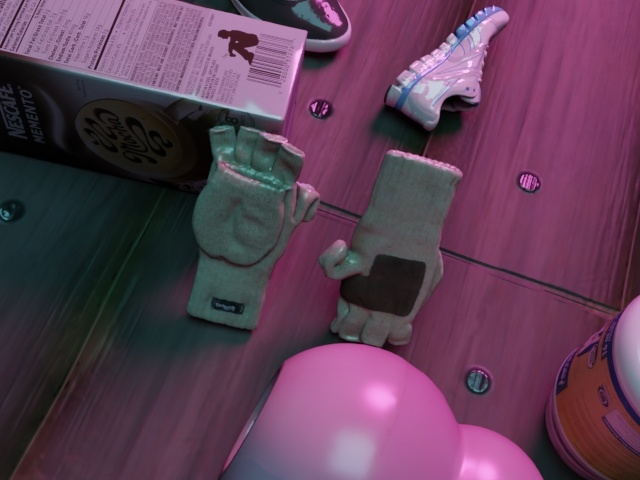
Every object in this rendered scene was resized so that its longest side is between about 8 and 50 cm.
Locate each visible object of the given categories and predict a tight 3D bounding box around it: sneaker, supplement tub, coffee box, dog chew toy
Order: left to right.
[{"bbox_3d":[-0.176,-0.148,0.837,0.297,0.168,0.118,13,62,0],"label":"coffee box"},{"bbox_3d":[-0.065,-0.352,0.970,0.105,0.147,0.295,-34,73,-24],"label":"sneaker"},{"bbox_3d":[0.088,0.225,0.671,0.332,0.206,0.206,29,63,-1],"label":"dog chew toy"},{"bbox_3d":[0.164,-0.195,0.972,0.083,0.071,0.191,45,74,8],"label":"sneaker"},{"bbox_3d":[0.292,0.137,0.736,0.145,0.199,0.144,4,62,-7],"label":"supplement tub"}]

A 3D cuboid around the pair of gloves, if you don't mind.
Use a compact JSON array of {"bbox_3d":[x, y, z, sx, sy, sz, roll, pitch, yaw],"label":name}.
[{"bbox_3d":[0.000,0.000,0.787,0.240,0.204,0.042,8,26,-1],"label":"pair of gloves"}]
